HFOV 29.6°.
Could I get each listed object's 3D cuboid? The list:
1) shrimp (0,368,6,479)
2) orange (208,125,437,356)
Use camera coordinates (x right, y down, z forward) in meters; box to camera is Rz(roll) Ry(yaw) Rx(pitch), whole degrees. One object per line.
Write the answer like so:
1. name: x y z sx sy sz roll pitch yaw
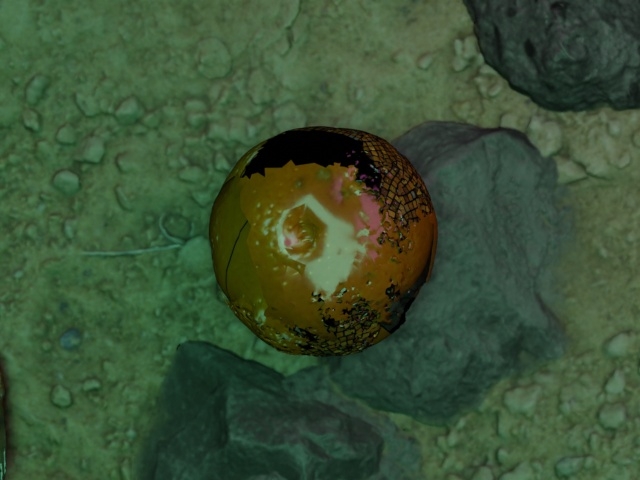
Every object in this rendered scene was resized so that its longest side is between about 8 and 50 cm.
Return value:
1. shrimp: -0.399 0.194 1.269 0.150 0.051 0.217 -10 83 4
2. orange: 0.000 0.000 1.198 0.234 0.182 0.235 1 94 14
